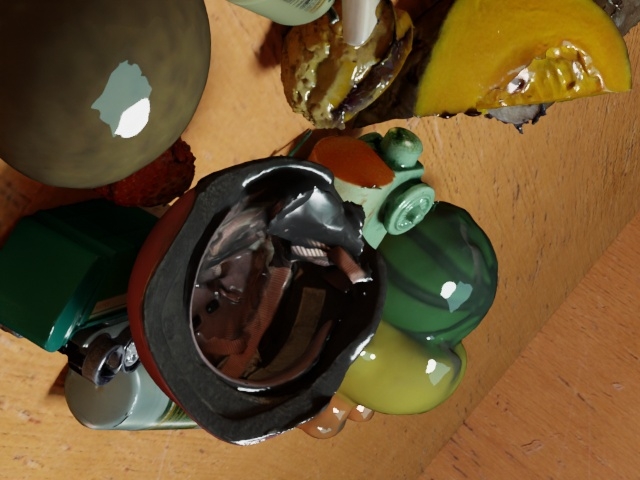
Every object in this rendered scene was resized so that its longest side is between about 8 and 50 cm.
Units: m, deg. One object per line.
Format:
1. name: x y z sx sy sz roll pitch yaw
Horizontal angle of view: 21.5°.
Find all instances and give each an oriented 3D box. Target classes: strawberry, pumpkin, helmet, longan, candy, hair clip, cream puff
1. strawberry: -0.144 -0.061 1.329 0.096 0.083 0.083 -11 137 -55
2. pumpkin: 0.156 -0.198 1.756 0.312 0.169 0.148 -7 96 -34
3. helmet: -0.066 0.046 1.334 0.253 0.198 0.154 -41 -164 -32
4. longan: -0.153 -0.135 1.046 0.185 0.159 0.204 -55 134 -54
5. candy: -0.040 -0.076 1.648 0.123 0.035 0.035 -47 147 -38
6. hair clip: 0.042 -0.267 1.316 0.072 0.034 0.226 22 81 -67
7. cream puff: 0.018 -0.165 1.480 0.133 0.104 0.119 -45 -165 5

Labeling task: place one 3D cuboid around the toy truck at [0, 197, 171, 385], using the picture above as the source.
1. toy truck: -0.176 0.035 1.396 0.253 0.114 0.124 -20 134 -60

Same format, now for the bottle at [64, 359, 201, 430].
1. bottle: -0.163 0.150 1.697 0.082 0.082 0.286 -53 163 6

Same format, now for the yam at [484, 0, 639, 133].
1. yam: 0.275 -0.240 1.955 0.279 0.131 0.131 -42 160 -37

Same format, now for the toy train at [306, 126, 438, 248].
1. toy train: 0.000 0.000 1.767 0.177 0.116 0.285 -13 144 -47

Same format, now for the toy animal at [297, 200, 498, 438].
1. toy animal: 0.104 0.110 2.101 0.338 0.191 0.216 -59 161 22

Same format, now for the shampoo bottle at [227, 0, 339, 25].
1. shampoo bottle: -0.029 -0.210 1.312 0.079 0.079 0.162 -55 163 10
